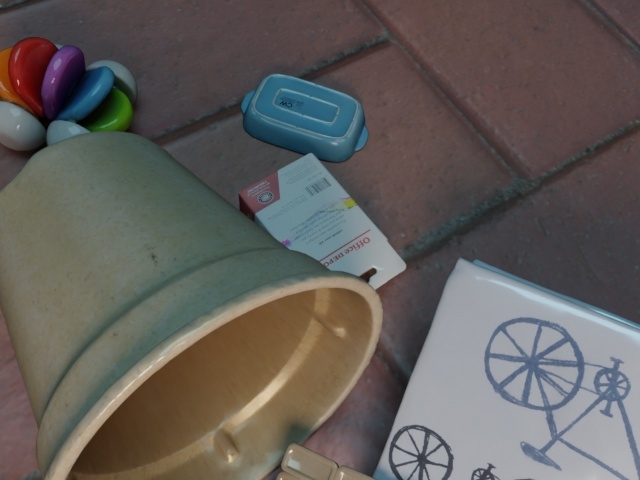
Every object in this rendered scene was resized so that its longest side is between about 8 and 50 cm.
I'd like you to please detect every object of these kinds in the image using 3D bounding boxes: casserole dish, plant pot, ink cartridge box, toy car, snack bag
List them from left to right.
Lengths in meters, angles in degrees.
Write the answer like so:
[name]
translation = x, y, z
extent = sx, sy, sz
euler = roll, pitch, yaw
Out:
[toy car]
translation = -0.332, -0.193, 0.832
extent = 0.182, 0.136, 0.159
euler = 18, 61, 4
[plant pot]
translation = -0.162, 0.064, 0.633
extent = 0.333, 0.334, 0.305
euler = -31, 58, -21
[casserole dish]
translation = -0.021, -0.179, 0.917
extent = 0.188, 0.037, 0.114
euler = 18, 61, 5
[ink cartridge box]
translation = 0.000, 0.000, 0.803
extent = 0.115, 0.067, 0.198
euler = -31, 67, -20
[snack bag]
translation = 0.215, 0.228, 0.598
extent = 0.323, 0.037, 0.343
euler = 22, 90, 21

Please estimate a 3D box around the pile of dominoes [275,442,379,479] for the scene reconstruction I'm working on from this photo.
[pile of dominoes]
translation = 0.047, 0.330, 0.607
extent = 0.251, 0.040, 0.196
euler = 17, 78, 27
